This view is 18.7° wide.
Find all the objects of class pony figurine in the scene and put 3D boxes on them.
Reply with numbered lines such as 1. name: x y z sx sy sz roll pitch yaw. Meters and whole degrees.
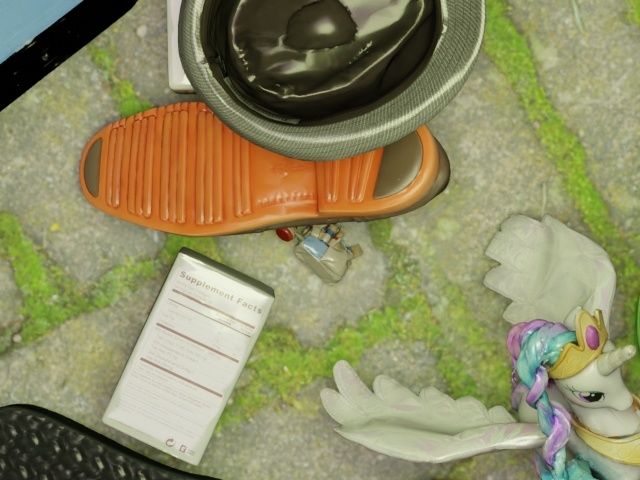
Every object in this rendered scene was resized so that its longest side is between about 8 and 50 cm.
1. pony figurine: 0.227 0.158 1.786 0.303 0.351 0.363 -47 123 -17

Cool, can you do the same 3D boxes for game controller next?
1. game controller: -0.305 -0.219 1.793 0.319 0.067 0.166 -45 108 -36

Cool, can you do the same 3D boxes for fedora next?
1. fedora: 0.013 -0.198 1.734 0.275 0.124 0.244 -27 92 9

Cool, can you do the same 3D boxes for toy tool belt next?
1. toy tool belt: 0.000 0.000 1.907 0.083 0.052 0.051 43 60 -6

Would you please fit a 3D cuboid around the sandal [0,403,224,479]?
1. sandal: -0.143 0.289 1.898 0.445 0.107 0.167 29 93 10

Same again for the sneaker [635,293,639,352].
1. sneaker: 0.402 -0.083 1.830 0.185 0.202 0.483 0 93 -2

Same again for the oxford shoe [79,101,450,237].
1. oxford shoe: -0.053 -0.057 1.864 0.363 0.133 0.130 2 81 18

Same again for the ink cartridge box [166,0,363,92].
1. ink cartridge box: -0.004 -0.245 1.854 0.283 0.117 0.207 -1 93 -1

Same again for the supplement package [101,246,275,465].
1. supplement package: -0.126 0.109 1.876 0.105 0.105 0.179 25 92 -2
